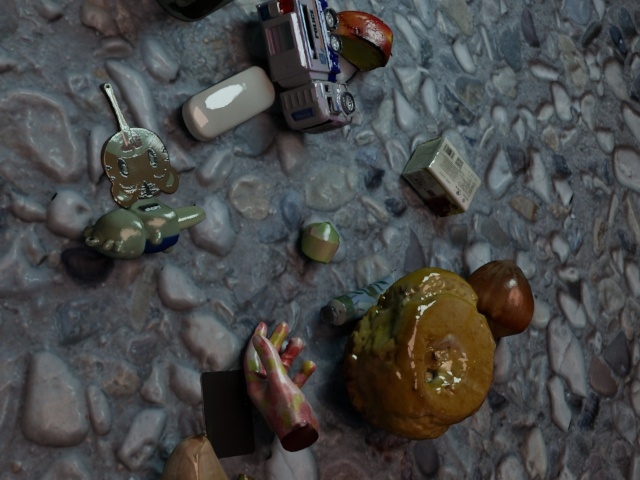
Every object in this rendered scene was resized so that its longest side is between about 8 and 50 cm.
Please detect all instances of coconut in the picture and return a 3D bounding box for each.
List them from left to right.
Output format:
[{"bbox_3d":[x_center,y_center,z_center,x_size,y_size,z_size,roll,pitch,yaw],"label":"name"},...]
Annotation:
[{"bbox_3d":[0.000,0.000,2.118,0.083,0.082,0.081,11,105,-32],"label":"coconut"}]

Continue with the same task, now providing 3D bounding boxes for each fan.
[{"bbox_3d":[-0.341,-0.176,1.893,0.152,0.008,0.227,-26,99,-43],"label":"fan"}]

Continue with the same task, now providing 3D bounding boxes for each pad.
[{"bbox_3d":[-0.169,0.316,1.935,0.112,0.003,0.157,2,78,-43],"label":"pad"}]

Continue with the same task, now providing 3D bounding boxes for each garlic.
[{"bbox_3d":[-0.197,0.445,1.769,0.145,0.164,0.245,-8,80,-26],"label":"garlic"}]

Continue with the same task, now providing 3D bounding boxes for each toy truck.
[{"bbox_3d":[-0.033,-0.351,2.116,0.155,0.124,0.268,-9,86,-60],"label":"toy truck"}]

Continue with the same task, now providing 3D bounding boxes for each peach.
[{"bbox_3d":[0.082,-0.443,2.293,0.172,0.127,0.092,25,69,-8],"label":"peach"}]

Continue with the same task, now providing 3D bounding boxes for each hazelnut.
[{"bbox_3d":[0.391,0.132,2.388,0.182,0.182,0.182,12,72,-40],"label":"hazelnut"}]

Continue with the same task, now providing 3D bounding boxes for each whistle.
[{"bbox_3d":[-0.302,-0.019,1.832,0.244,0.110,0.092,-17,123,-44],"label":"whistle"}]

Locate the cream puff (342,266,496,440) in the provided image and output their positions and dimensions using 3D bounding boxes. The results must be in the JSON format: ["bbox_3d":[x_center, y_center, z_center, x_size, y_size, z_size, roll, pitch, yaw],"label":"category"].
[{"bbox_3d":[0.185,0.228,2.126,0.327,0.231,0.343,-7,91,-38],"label":"cream puff"}]

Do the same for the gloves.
[{"bbox_3d":[-0.081,0.262,1.957,0.145,0.126,0.241,17,34,-48],"label":"gloves"}]

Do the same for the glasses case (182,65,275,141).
[{"bbox_3d":[-0.174,-0.265,2.032,0.233,0.059,0.092,-39,109,-44],"label":"glasses case"}]

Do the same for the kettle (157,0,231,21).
[{"bbox_3d":[-0.199,-0.497,1.946,0.161,0.236,0.221,38,56,-31],"label":"kettle"}]

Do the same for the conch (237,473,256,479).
[{"bbox_3d":[-0.117,0.525,1.889,0.095,0.079,0.201,40,44,-51],"label":"conch"}]

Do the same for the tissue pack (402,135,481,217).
[{"bbox_3d":[0.273,-0.142,2.387,0.149,0.099,0.106,47,55,-24],"label":"tissue pack"}]

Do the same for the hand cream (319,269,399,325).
[{"bbox_3d":[0.092,0.126,2.196,0.256,0.055,0.088,-15,94,-50],"label":"hand cream"}]
